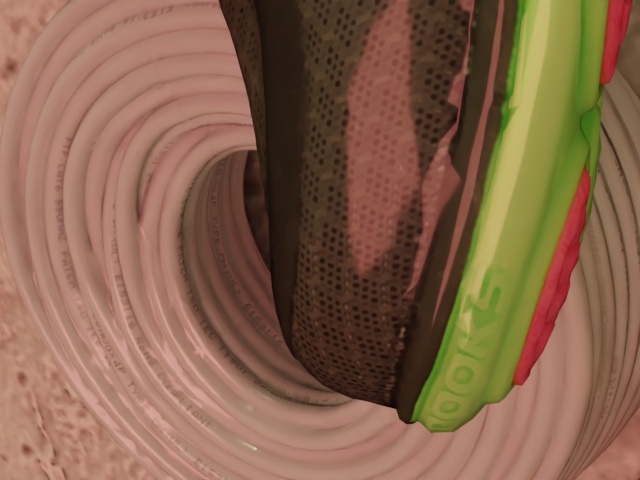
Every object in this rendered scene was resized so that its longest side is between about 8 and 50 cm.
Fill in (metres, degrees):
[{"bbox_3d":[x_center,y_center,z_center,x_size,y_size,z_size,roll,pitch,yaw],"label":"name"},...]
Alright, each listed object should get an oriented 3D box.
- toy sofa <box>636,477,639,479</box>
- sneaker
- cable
[{"bbox_3d":[0.222,0.084,0.494,0.150,0.177,0.362,25,131,-7],"label":"toy sofa"},{"bbox_3d":[-0.042,-0.181,0.455,0.202,0.185,0.483,-16,90,8],"label":"sneaker"},{"bbox_3d":[0.000,0.000,0.630,0.257,0.089,0.257,-32,93,43],"label":"cable"}]
